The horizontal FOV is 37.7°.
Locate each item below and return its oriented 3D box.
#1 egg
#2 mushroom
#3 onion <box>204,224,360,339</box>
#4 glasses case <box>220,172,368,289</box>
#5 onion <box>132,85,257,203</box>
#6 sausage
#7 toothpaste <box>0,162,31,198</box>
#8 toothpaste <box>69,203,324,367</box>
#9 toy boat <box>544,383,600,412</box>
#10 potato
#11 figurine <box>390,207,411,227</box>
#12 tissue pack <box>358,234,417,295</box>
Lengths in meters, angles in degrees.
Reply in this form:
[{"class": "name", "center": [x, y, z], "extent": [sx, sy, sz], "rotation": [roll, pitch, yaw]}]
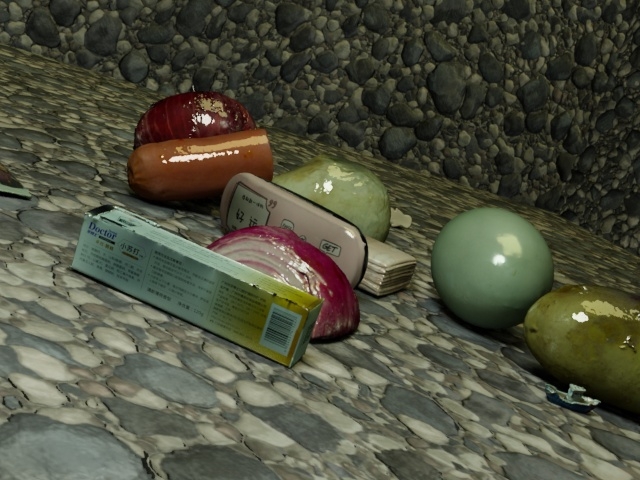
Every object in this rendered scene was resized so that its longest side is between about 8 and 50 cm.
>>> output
[{"class": "egg", "center": [0.293, 0.046, 1.615], "extent": [0.203, 0.203, 0.282], "rotation": [18, 9, -8]}, {"class": "mushroom", "center": [0.011, -0.087, 1.866], "extent": [0.267, 0.164, 0.189], "rotation": [24, 12, 21]}, {"class": "onion", "center": [-0.043, 0.038, 1.349], "extent": [0.250, 0.111, 0.247], "rotation": [23, 14, 22]}, {"class": "glasses case", "center": [-0.049, -0.014, 1.538], "extent": [0.314, 0.122, 0.075], "rotation": [29, 20, 34]}, {"class": "onion", "center": [-0.238, -0.173, 1.825], "extent": [0.252, 0.219, 0.252], "rotation": [-3, -21, -1]}, {"class": "sausage", "center": [-0.215, -0.131, 1.682], "extent": [0.259, 0.113, 0.113], "rotation": [-10, 20, -14]}, {"class": "toothpaste", "center": [-0.519, -0.117, 1.460], "extent": [0.062, 0.037, 0.216], "rotation": [9, 21, -46]}, {"class": "toothpaste", "center": [-0.155, 0.052, 1.151], "extent": [0.313, 0.089, 0.071], "rotation": [23, 19, 12]}, {"class": "toy boat", "center": [0.360, 0.222, 1.339], "extent": [0.083, 0.038, 0.038], "rotation": [18, 12, -1]}, {"class": "potato", "center": [0.459, 0.166, 1.422], "extent": [0.307, 0.173, 0.210], "rotation": [22, 14, -3]}, {"class": "figurine", "center": [0.180, -0.056, 2.302], "extent": [0.083, 0.047, 0.050], "rotation": [21, 1, -13]}, {"class": "tissue pack", "center": [0.000, 0.000, 1.678], "extent": [0.325, 0.071, 0.170], "rotation": [24, 11, 22]}]
